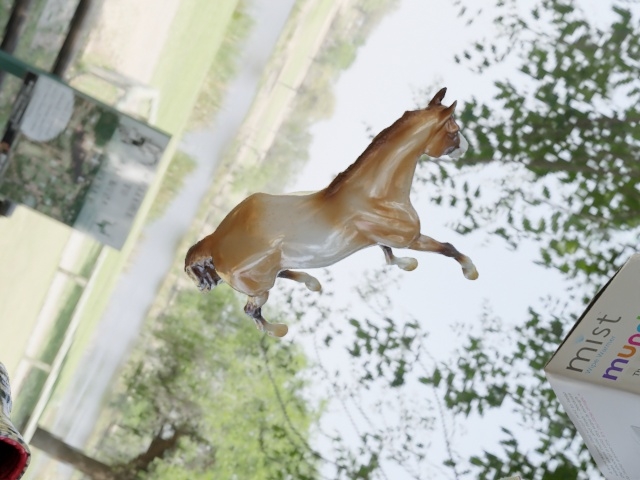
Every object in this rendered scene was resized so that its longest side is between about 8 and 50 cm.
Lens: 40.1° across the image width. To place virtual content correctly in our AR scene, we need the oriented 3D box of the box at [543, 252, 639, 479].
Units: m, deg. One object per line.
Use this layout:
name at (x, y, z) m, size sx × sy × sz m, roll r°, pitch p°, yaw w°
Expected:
box at (0.306, 0.150, 0.546) m, size 0.127 × 0.262 × 0.231 m, roll -45°, pitch -156°, yaw -21°

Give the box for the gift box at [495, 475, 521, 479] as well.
gift box at (0.194, 0.510, 1.221) m, size 0.276 × 0.258 × 0.255 m, roll -96°, pitch 174°, yaw -63°

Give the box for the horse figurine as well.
horse figurine at (0.000, 0.000, 0.656) m, size 0.174 × 0.263 × 0.066 m, roll 51°, pitch 28°, yaw -52°

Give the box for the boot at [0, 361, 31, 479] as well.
boot at (-0.583, 0.269, 1.163) m, size 0.284 × 0.377 × 0.138 m, roll 26°, pitch -63°, yaw 56°
